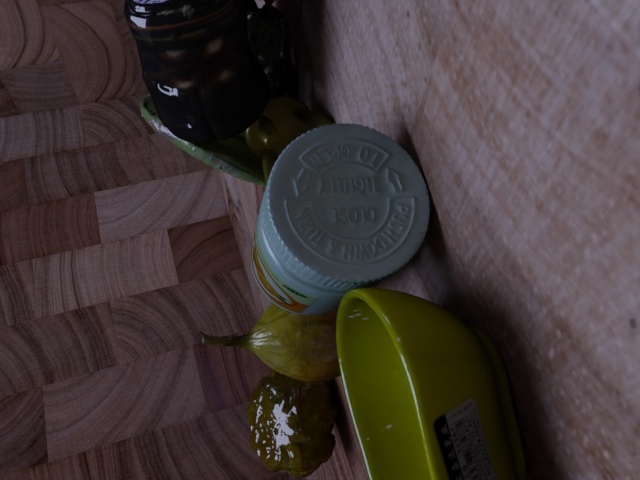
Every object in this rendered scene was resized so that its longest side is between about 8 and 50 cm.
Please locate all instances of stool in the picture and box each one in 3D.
[{"bbox_3d":[-0.045,-0.139,0.796,0.135,0.134,0.110,28,-163,-39],"label":"stool"}]

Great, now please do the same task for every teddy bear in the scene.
[{"bbox_3d":[-0.095,-0.287,0.919,0.133,0.111,0.213,34,115,41],"label":"teddy bear"}]

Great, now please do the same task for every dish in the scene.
[{"bbox_3d":[0.104,0.160,0.481,0.221,0.108,0.262,122,134,-72],"label":"dish"}]

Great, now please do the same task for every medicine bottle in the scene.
[{"bbox_3d":[0.000,0.000,0.644,0.318,0.158,0.158,124,131,-73],"label":"medicine bottle"}]

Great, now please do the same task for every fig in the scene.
[{"bbox_3d":[-0.065,0.152,0.886,0.159,0.257,0.159,-179,90,-71],"label":"fig"}]

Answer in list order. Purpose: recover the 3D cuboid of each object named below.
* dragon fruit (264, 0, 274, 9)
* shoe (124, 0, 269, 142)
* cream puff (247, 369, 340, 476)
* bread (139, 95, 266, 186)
[{"bbox_3d":[-0.096,-0.448,0.641,0.262,0.134,0.211,42,-154,-36],"label":"dragon fruit"},{"bbox_3d":[-0.171,-0.309,0.791,0.237,0.171,0.384,82,175,-47],"label":"shoe"},{"bbox_3d":[-0.060,0.398,1.218,0.196,0.244,0.244,41,-171,-35],"label":"cream puff"},{"bbox_3d":[-0.160,-0.164,0.934,0.045,0.301,0.301,-61,30,18],"label":"bread"}]
